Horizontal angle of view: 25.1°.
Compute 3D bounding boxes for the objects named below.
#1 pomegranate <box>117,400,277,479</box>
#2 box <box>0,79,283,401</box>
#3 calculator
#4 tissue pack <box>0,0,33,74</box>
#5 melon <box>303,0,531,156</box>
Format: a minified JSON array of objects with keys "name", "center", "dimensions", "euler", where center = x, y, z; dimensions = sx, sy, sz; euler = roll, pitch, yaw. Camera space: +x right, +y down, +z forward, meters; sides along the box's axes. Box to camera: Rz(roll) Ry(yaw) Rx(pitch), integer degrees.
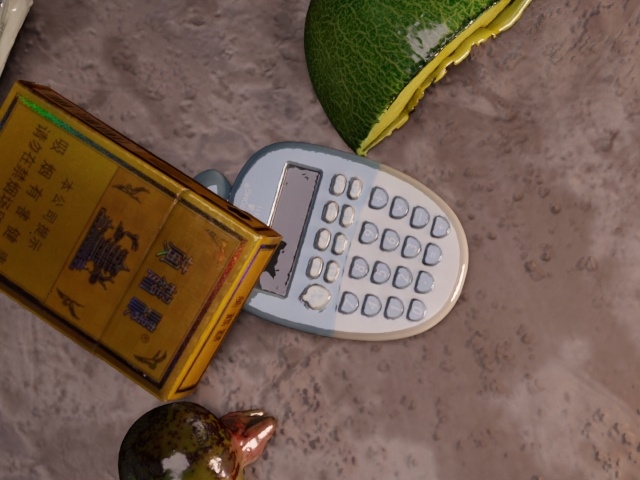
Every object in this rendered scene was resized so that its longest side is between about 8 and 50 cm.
[{"name":"pomegranate","center":[-0.115,0.218,1.404],"dimensions":[0.163,0.125,0.138],"euler":[-19,109,-4]},{"name":"box","center":[-0.214,-0.001,1.435],"dimensions":[0.301,0.084,0.193],"euler":[33,100,12]},{"name":"calculator","center":[0.000,0.000,1.464],"dimensions":[0.302,0.042,0.188],"euler":[16,86,7]},{"name":"tissue pack","center":[-0.490,-0.210,1.502],"dimensions":[0.315,0.103,0.228],"euler":[21,87,8]},{"name":"melon","center":[0.077,-0.237,1.447],"dimensions":[0.265,0.129,0.169],"euler":[-44,78,-1]}]
